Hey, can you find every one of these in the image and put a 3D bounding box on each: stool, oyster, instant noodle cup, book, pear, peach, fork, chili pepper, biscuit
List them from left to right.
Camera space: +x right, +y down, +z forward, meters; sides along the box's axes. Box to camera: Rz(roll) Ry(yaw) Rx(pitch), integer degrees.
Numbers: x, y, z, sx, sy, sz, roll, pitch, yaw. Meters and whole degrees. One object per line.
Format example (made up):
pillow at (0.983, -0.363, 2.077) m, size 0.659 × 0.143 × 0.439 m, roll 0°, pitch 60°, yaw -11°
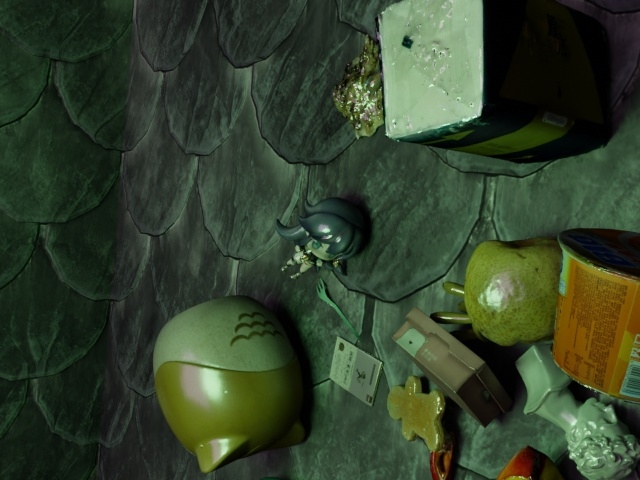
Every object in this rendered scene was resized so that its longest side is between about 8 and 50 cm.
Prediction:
fork at (0.044, 0.189, 1.869) m, size 0.235 × 0.021 × 0.039 m, roll 52°, pitch 129°, yaw 39°
book at (0.091, 0.344, 1.809) m, size 0.181 × 0.014 × 0.127 m, roll 25°, pitch 107°, yaw 49°
oyster at (0.111, -0.390, 1.776) m, size 0.214 × 0.083 × 0.223 m, roll -39°, pitch 65°, yaw 45°
biscuit at (0.223, 0.395, 1.593) m, size 0.234 × 0.030 × 0.153 m, roll 174°, pitch 104°, yaw -67°
chili pepper at (0.278, 0.508, 1.551) m, size 0.059 × 0.050 × 0.268 m, roll 3°, pitch 93°, yaw 24°
stool at (0.314, 0.157, 1.461) m, size 0.110 × 0.134 × 0.135 m, roll 2°, pitch 100°, yaw 44°
pear at (0.394, 0.102, 1.315) m, size 0.228 × 0.188 × 0.211 m, roll -1°, pitch 96°, yaw 22°
peach at (0.402, 0.536, 1.308) m, size 0.154 × 0.158 × 0.268 m, roll -25°, pitch 71°, yaw 36°
instant noodle cup at (0.513, 0.121, 1.117) m, size 0.296 × 0.296 × 0.214 m, roll 29°, pitch 119°, yaw 47°

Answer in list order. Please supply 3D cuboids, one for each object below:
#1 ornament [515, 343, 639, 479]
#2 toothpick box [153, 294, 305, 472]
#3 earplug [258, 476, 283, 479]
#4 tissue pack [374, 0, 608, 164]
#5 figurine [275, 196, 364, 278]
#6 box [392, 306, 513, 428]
ornament at (0.467, 0.322, 1.274) m, size 0.285 × 0.120 × 0.130 m, roll 52°, pitch 145°, yaw 40°
toothpick box at (-0.255, 0.408, 1.921) m, size 0.409 × 0.408 × 0.426 m, roll -43°, pitch 62°, yaw 40°
earplug at (-0.113, 0.806, 1.925) m, size 0.280 × 0.163 × 0.258 m, roll 34°, pitch 121°, yaw 45°
tissue pack at (0.321, -0.298, 1.246) m, size 0.253 × 0.416 × 0.264 m, roll -9°, pitch 82°, yaw 50°
figurine at (0.002, -0.009, 1.819) m, size 0.265 × 0.175 × 0.197 m, roll -13°, pitch 73°, yaw 42°
box at (0.274, 0.268, 1.431) m, size 0.086 × 0.215 × 0.215 m, roll -46°, pitch 45°, yaw -6°
